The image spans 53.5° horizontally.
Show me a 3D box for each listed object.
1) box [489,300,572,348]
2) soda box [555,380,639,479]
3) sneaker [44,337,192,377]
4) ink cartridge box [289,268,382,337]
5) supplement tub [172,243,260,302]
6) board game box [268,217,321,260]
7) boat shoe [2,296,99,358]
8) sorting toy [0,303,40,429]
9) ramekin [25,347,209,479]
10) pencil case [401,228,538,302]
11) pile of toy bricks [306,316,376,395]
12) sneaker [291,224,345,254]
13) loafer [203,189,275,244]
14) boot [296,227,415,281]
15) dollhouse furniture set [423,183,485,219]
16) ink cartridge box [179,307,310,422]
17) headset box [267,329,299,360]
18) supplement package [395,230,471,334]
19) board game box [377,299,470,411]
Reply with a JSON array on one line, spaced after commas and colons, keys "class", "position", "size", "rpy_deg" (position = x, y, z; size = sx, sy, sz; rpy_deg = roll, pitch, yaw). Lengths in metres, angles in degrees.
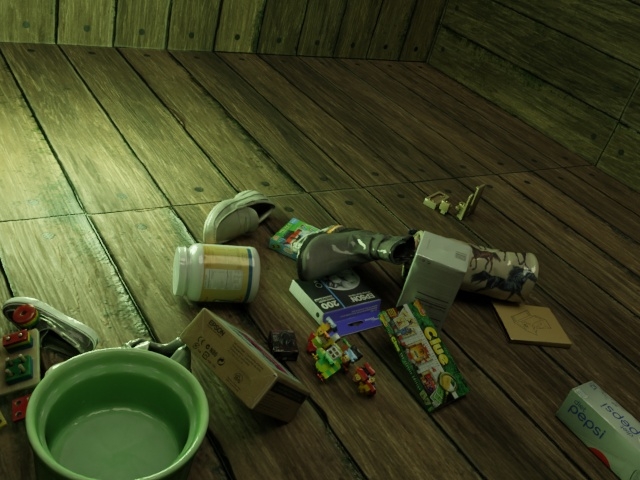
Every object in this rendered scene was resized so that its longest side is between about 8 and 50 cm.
[{"class": "box", "position": [0.614, 0.246, 1.861], "size": [0.201, 0.021, 0.164], "rpy_deg": [8, 33, -15]}, {"class": "soda box", "position": [0.699, 0.469, 1.481], "size": [0.091, 0.098, 0.286], "rpy_deg": [-7, 39, -35]}, {"class": "sneaker", "position": [-0.405, 0.253, 1.291], "size": [0.291, 0.118, 0.110], "rpy_deg": [-2, 38, -24]}, {"class": "ink cartridge box", "position": [0.056, 0.163, 1.710], "size": [0.206, 0.045, 0.208], "rpy_deg": [-10, 42, -36]}, {"class": "supplement tub", "position": [-0.262, 0.082, 1.592], "size": [0.199, 0.144, 0.144], "rpy_deg": [4, 34, -19]}, {"class": "board game box", "position": [-0.026, 0.017, 1.903], "size": [0.211, 0.039, 0.160], "rpy_deg": [25, 33, 12]}, {"class": "boat shoe", "position": [-0.584, 0.188, 1.344], "size": [0.219, 0.078, 0.070], "rpy_deg": [21, 31, 4]}, {"class": "sorting toy", "position": [-0.614, 0.241, 1.218], "size": [0.132, 0.046, 0.275], "rpy_deg": [-16, 49, -9]}, {"class": "ramekin", "position": [-0.359, 0.349, 1.129], "size": [0.303, 0.148, 0.303], "rpy_deg": [12, 32, -8]}, {"class": "pencil case", "position": [0.448, 0.079, 1.909], "size": [0.409, 0.160, 0.183], "rpy_deg": [12, 14, -8]}, {"class": "pile of toy bricks", "position": [0.033, 0.283, 1.476], "size": [0.105, 0.118, 0.212], "rpy_deg": [-34, 61, -13]}, {"class": "sneaker", "position": [0.000, 0.000, 1.834], "size": [0.083, 0.084, 0.214], "rpy_deg": [12, 19, 34]}, {"class": "loafer", "position": [-0.236, -0.068, 1.870], "size": [0.111, 0.112, 0.319], "rpy_deg": [17, 30, 16]}, {"class": "boot", "position": [0.105, 0.031, 1.717], "size": [0.222, 0.118, 0.338], "rpy_deg": [6, 21, 35]}, {"class": "dollhouse furniture set", "position": [0.497, -0.171, 2.354], "size": [0.151, 0.123, 0.144], "rpy_deg": [33, 35, 25]}, {"class": "ink cartridge box", "position": [-0.154, 0.261, 1.322], "size": [0.234, 0.088, 0.193], "rpy_deg": [36, -5, 29]}, {"class": "headset box", "position": [-0.090, 0.248, 1.521], "size": [0.062, 0.032, 0.083], "rpy_deg": [6, 35, -17]}, {"class": "supplement package", "position": [0.291, 0.124, 1.687], "size": [0.133, 0.244, 0.139], "rpy_deg": [21, 33, 8]}, {"class": "board game box", "position": [0.252, 0.275, 1.550], "size": [0.136, 0.030, 0.260], "rpy_deg": [-11, 65, -40]}]
